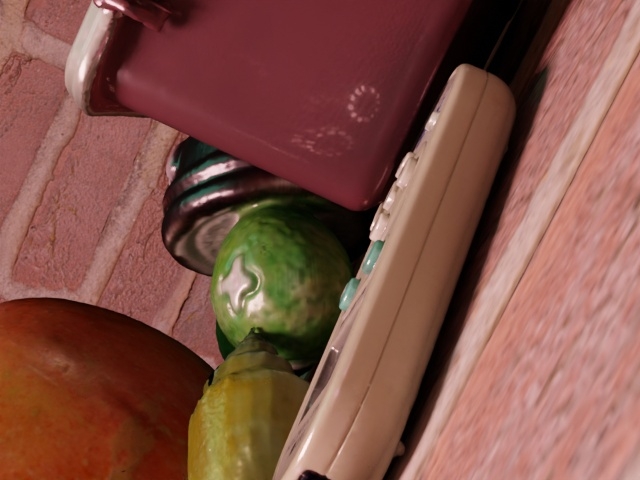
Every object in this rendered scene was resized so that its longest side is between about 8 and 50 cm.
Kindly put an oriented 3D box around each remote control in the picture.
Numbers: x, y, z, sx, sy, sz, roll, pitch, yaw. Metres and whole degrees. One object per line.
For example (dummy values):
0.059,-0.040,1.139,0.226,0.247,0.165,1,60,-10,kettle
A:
0.036,0.015,0.477,0.078,0.042,0.221,120,174,-56,remote control

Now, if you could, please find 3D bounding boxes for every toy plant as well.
-0.035,0.004,0.892,0.218,0.176,0.235,104,162,-65,toy plant

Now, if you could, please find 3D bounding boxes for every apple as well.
-0.197,0.195,0.820,0.319,0.277,0.319,-62,3,5,apple

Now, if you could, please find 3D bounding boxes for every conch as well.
-0.043,0.132,0.696,0.095,0.080,0.200,87,-167,-53,conch

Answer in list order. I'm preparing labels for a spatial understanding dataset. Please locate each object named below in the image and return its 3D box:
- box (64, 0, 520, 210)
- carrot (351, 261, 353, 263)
0.007,-0.126,0.650,0.193,0.168,0.294,-62,-8,12,box
0.017,-0.039,1.040,0.193,0.087,0.087,-61,2,-6,carrot
